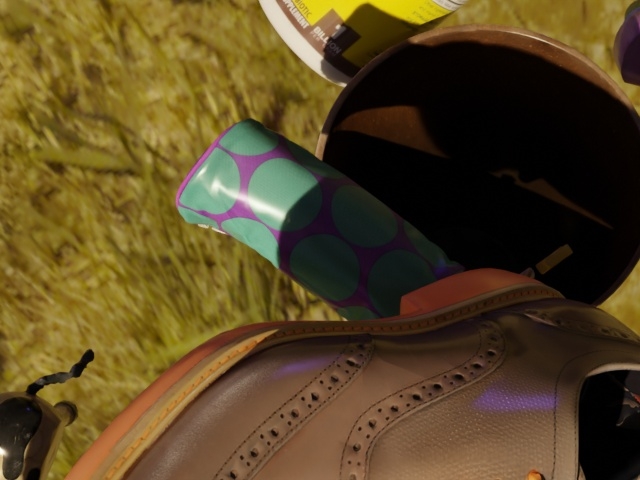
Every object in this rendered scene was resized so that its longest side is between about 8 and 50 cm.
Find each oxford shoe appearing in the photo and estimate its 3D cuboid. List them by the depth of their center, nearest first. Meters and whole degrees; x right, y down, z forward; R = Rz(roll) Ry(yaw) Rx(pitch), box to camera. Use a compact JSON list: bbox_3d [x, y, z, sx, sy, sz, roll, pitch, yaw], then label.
[{"bbox_3d":[0.035,0.100,0.607,0.133,0.130,0.364,17,28,39],"label":"oxford shoe"}]

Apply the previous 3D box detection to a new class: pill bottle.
[{"bbox_3d":[0.065,-0.209,0.987,0.215,0.117,0.117,-39,70,23],"label":"pill bottle"}]

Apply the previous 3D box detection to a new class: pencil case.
[{"bbox_3d":[0.000,0.000,0.773,0.152,0.070,0.064,35,33,-1],"label":"pencil case"}]

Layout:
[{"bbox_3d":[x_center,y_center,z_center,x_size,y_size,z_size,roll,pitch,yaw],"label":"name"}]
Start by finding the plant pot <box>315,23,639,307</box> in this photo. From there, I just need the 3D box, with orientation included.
[{"bbox_3d":[0.104,-0.002,1.019,0.215,0.230,0.215,0,70,1],"label":"plant pot"}]

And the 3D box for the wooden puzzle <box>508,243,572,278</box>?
[{"bbox_3d":[0.090,0.036,0.822,0.116,0.078,0.014,-36,83,5],"label":"wooden puzzle"}]

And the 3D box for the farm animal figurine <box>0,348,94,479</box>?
[{"bbox_3d":[-0.183,0.288,0.931,0.327,0.172,0.330,-40,85,-3],"label":"farm animal figurine"}]

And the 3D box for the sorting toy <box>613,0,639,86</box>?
[{"bbox_3d":[0.319,-0.274,1.038,0.127,0.365,0.126,24,28,-15],"label":"sorting toy"}]
